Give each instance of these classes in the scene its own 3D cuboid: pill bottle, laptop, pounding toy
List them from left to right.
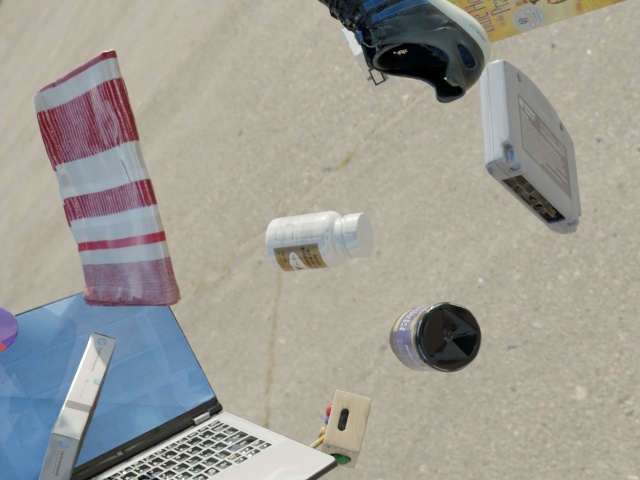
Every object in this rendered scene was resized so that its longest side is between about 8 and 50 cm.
[{"bbox_3d":[-0.258,0.233,1.159,0.408,0.382,0.236,10,113,43],"label":"laptop"},{"bbox_3d":[0.000,0.000,1.953,0.229,0.131,0.131,-7,53,24],"label":"pill bottle"},{"bbox_3d":[0.031,0.367,1.593,0.130,0.100,0.141,96,-171,-60],"label":"pounding toy"},{"bbox_3d":[0.199,0.178,1.533,0.123,0.123,0.219,-67,8,-12],"label":"pill bottle"}]

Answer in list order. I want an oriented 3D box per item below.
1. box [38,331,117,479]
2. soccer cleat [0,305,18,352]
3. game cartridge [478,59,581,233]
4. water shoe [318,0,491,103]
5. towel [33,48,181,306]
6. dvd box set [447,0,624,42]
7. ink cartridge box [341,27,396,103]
[{"bbox_3d":[-0.320,0.234,1.099,0.186,0.038,0.145,-88,19,-56],"label":"box"},{"bbox_3d":[-0.439,0.091,0.940,0.095,0.248,0.083,-14,69,35],"label":"soccer cleat"},{"bbox_3d":[0.331,-0.149,1.323,0.062,0.297,0.198,-19,59,31],"label":"game cartridge"},{"bbox_3d":[0.057,-0.201,0.764,0.080,0.203,0.073,-57,-9,-30],"label":"water shoe"},{"bbox_3d":[-0.296,-0.068,1.138,0.237,0.037,0.329,-7,99,50],"label":"towel"},{"bbox_3d":[0.396,-0.453,1.381,0.420,0.307,0.062,-14,75,17],"label":"dvd box set"},{"bbox_3d":[0.056,-0.196,0.924,0.028,0.083,0.048,-27,54,7],"label":"ink cartridge box"}]
